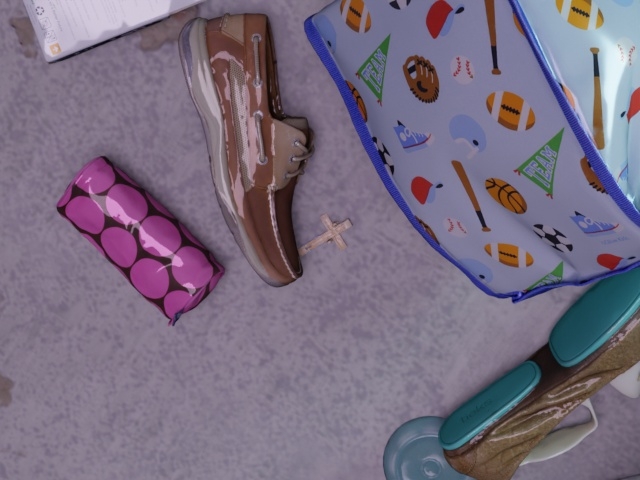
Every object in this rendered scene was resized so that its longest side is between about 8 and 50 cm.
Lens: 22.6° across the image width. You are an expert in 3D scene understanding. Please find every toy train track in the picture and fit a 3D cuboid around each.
[{"bbox_3d":[0.000,0.000,1.889,0.083,0.014,0.048,-31,95,13],"label":"toy train track"}]

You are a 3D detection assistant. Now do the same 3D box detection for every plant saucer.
[{"bbox_3d":[0.133,0.271,1.919,0.119,0.021,0.119,1,101,7],"label":"plant saucer"}]

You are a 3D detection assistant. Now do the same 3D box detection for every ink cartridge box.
[{"bbox_3d":[-0.257,-0.335,1.845,0.208,0.045,0.206,-19,97,12],"label":"ink cartridge box"}]

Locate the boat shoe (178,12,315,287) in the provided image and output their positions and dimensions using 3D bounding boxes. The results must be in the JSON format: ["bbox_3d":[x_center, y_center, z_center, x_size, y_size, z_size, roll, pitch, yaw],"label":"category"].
[{"bbox_3d":[-0.066,-0.106,1.827,0.116,0.123,0.324,-15,100,8],"label":"boat shoe"}]

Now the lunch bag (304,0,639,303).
[{"bbox_3d":[0.217,-0.137,1.660,0.239,0.328,0.386,-27,92,-33],"label":"lunch bag"}]

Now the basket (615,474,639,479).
[{"bbox_3d":[0.281,0.484,1.816,0.331,0.266,0.328,-17,97,9],"label":"basket"}]

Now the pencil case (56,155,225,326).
[{"bbox_3d":[-0.217,0.001,1.884,0.209,0.095,0.098,46,124,0],"label":"pencil case"}]

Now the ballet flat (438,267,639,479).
[{"bbox_3d":[0.291,0.165,1.840,0.124,0.116,0.342,41,104,-22],"label":"ballet flat"}]
